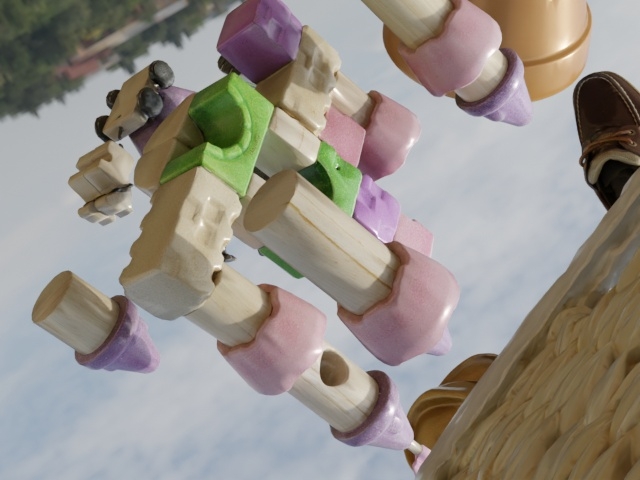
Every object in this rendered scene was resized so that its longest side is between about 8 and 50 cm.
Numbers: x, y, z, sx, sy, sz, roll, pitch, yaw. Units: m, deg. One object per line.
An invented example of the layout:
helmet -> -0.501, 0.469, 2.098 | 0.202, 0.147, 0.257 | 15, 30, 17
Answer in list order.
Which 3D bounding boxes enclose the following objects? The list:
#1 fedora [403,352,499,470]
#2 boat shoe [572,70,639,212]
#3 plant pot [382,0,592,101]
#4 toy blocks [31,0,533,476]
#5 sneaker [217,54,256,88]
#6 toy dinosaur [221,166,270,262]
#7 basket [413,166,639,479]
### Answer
fedora -> 0.149, 0.209, 1.243 | 0.079, 0.194, 0.194 | 15, 163, -34
boat shoe -> 0.436, -0.109, 1.634 | 0.123, 0.342, 0.123 | -26, 153, 28
plant pot -> 0.235, -0.352, 1.543 | 0.291, 0.203, 0.291 | 2, -135, -2
toy blocks -> 0.000, 0.000, 0.800 | 0.309, 0.260, 0.289 | -23, -141, 40
sneaker -> -0.055, -0.252, 1.789 | 0.111, 0.121, 0.300 | -49, -137, -4
toy dinosaur -> -0.079, -0.065, 1.384 | 0.313, 0.160, 0.121 | -23, 162, 25
basket -> 0.259, 0.081, 0.417 | 0.328, 0.331, 0.266 | -51, 177, -5
